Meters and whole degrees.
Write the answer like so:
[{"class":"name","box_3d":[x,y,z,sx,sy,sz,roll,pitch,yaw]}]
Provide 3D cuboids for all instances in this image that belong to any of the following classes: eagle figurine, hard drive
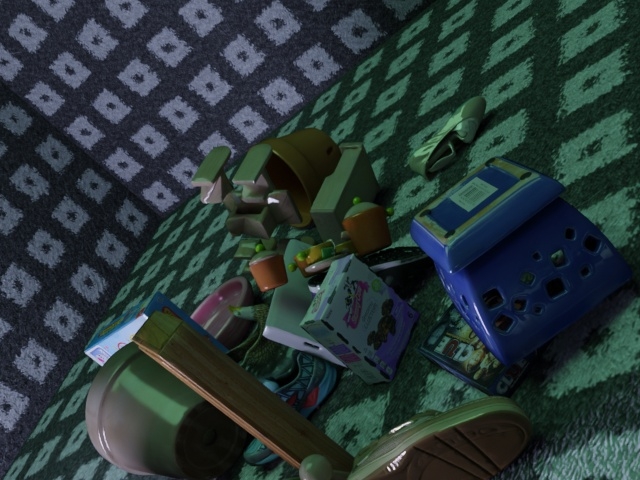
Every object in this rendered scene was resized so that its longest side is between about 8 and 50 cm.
[{"class":"eagle figurine","box_3d":[-0.125,0.216,1.885,0.226,0.225,0.299,1,-75,-63]},{"class":"hard drive","box_3d":[0.000,0.130,1.703,0.308,0.203,0.040,-78,10,-54]}]

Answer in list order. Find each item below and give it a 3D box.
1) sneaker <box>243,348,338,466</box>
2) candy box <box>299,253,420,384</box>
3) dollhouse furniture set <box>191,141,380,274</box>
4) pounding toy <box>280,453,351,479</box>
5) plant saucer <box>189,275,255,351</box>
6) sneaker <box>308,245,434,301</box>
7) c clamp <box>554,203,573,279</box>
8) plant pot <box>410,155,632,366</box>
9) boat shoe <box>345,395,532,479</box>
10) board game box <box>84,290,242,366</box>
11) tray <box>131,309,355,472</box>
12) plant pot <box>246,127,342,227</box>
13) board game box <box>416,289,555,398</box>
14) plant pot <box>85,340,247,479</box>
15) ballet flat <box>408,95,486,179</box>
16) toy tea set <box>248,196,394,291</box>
[{"class":"sneaker","box_3d":[-0.087,0.333,1.599,0.262,0.125,0.104,-52,19,-14]},{"class":"candy box","box_3d":[0.078,0.151,1.495,0.070,0.196,0.165,-23,32,50]},{"class":"dollhouse furniture set","box_3d":[-0.075,-0.114,2.122,0.394,0.362,0.257,1,47,28]},{"class":"pounding toy","box_3d":[-0.034,0.461,1.237,0.237,0.183,0.110,-42,45,6]},{"class":"plant saucer","box_3d":[-0.301,0.255,2.261,0.332,0.084,0.332,-42,20,19]},{"class":"sneaker","box_3d":[0.117,0.100,1.631,0.283,0.124,0.107,-18,13,-14]},{"class":"c clamp","box_3d":[0.412,0.003,1.341,0.137,0.022,0.161,-45,19,7]},{"class":"plant pot","box_3d":[0.283,0.011,1.194,0.236,0.212,0.236,-38,18,2]},{"class":"boat shoe","box_3d":[0.159,0.300,1.156,0.341,0.121,0.110,-36,23,32]},{"class":"board game box","box_3d":[-0.412,0.309,2.056,0.302,0.308,0.086,-31,24,38]},{"class":"tray","box_3d":[-0.132,0.281,1.363,0.076,0.411,0.202,-54,20,-15]},{"class":"plant pot","box_3d":[-0.058,-0.212,2.403,0.203,0.291,0.291,-37,13,-28]},{"class":"board game box","box_3d":[0.274,0.159,1.299,0.165,0.042,0.243,-51,20,-8]},{"class":"plant pot","box_3d":[-0.319,0.398,1.756,0.280,0.323,0.323,10,58,49]},{"class":"ballet flat","box_3d":[0.328,-0.247,1.935,0.248,0.086,0.086,-44,20,13]},{"class":"toy tea set","box_3d":[0.000,0.000,1.648,0.336,0.124,0.200,-16,-7,-42]}]
